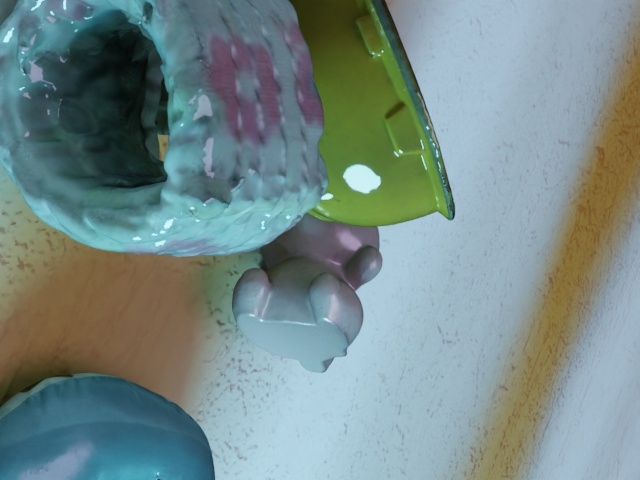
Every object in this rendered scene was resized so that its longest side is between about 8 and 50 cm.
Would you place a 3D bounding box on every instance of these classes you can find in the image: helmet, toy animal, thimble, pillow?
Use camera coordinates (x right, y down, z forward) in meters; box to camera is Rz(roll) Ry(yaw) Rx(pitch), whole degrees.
[{"bbox_3d":[0.000,-0.111,0.923,0.140,0.257,0.205,-22,165,1],"label":"helmet"},{"bbox_3d":[-0.001,-0.001,1.012,0.124,0.124,0.212,64,33,-43],"label":"toy animal"},{"bbox_3d":[-0.096,-0.080,0.758,0.149,0.211,0.185,0,130,-55],"label":"thimble"},{"bbox_3d":[-0.176,0.201,0.871,0.233,0.086,0.214,25,88,-52],"label":"pillow"}]

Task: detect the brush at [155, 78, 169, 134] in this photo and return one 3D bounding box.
[{"bbox_3d":[-0.098,-0.164,0.870,0.030,0.033,0.178,-7,110,-66],"label":"brush"}]
